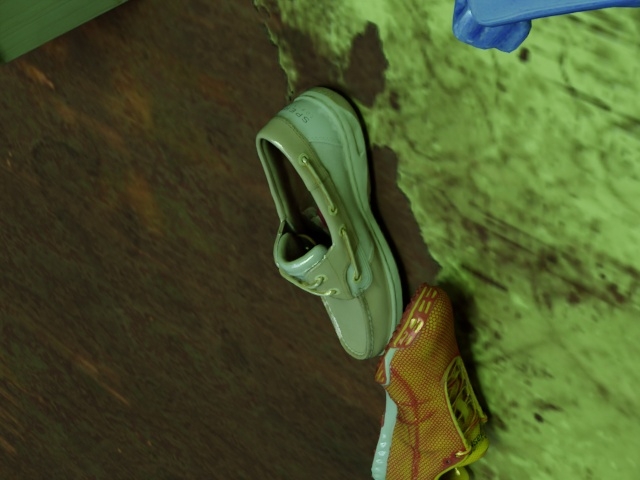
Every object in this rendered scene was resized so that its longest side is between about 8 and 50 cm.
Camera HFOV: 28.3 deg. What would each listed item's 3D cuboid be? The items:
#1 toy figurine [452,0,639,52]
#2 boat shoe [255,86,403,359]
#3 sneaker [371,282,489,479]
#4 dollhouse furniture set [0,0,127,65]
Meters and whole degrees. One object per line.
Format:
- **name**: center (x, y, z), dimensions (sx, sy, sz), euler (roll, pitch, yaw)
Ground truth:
- **toy figurine**: center (0.085, -0.140, 0.356), dimensions (0.362, 0.217, 0.191), euler (4, 122, 48)
- **boat shoe**: center (0.000, 0.000, 0.719), dimensions (0.063, 0.059, 0.170), euler (17, 130, 49)
- **sneaker**: center (0.068, 0.089, 0.729), dimensions (0.067, 0.064, 0.175), euler (19, 142, 21)
- **dollhouse furniture set**: center (-0.219, -0.196, 0.757), dimensions (0.129, 0.129, 0.184), euler (-7, 114, 53)
